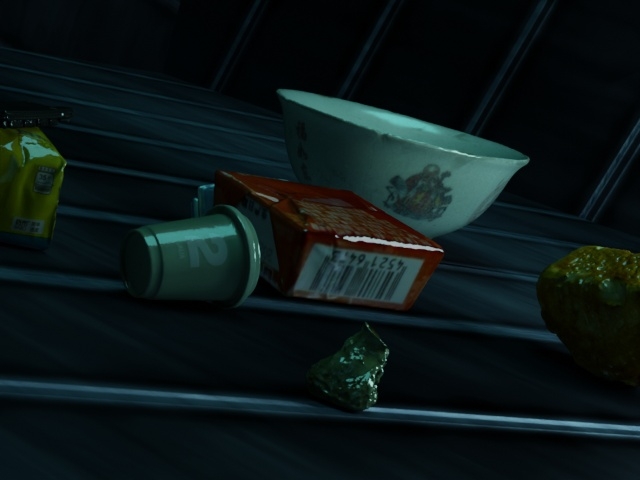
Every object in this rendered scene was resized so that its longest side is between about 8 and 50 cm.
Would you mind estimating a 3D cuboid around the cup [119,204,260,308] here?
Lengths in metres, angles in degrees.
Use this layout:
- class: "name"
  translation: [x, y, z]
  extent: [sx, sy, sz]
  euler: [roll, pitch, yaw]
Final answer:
- class: "cup"
  translation: [-0.149, 0.020, 1.892]
  extent: [0.141, 0.120, 0.120]
  euler: [-2, 17, -31]

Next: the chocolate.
- class: "chocolate"
  translation: [0.000, 0.000, 2.213]
  extent: [0.237, 0.108, 0.235]
  euler: [6, 18, -37]

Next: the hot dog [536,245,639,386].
- class: "hot dog"
  translation: [0.395, 0.101, 2.133]
  extent: [0.150, 0.153, 0.256]
  euler: [-25, 19, -30]

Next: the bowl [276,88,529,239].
- class: "bowl"
  translation: [0.110, -0.100, 2.764]
  extent: [0.434, 0.196, 0.435]
  euler: [15, 8, -2]

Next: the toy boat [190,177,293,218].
- class: "toy boat"
  translation: [-0.079, -0.030, 2.358]
  extent: [0.237, 0.109, 0.098]
  euler: [2, -10, -37]

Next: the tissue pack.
- class: "tissue pack"
  translation: [-0.451, -0.092, 1.977]
  extent: [0.270, 0.134, 0.192]
  euler: [11, 11, -25]

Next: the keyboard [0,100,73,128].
- class: "keyboard"
  translation: [-0.361, -0.150, 1.993]
  extent: [0.072, 0.023, 0.231]
  euler: [12, 7, 10]

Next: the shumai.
- class: "shumai"
  translation: [0.031, 0.119, 1.657]
  extent: [0.082, 0.080, 0.083]
  euler: [11, 12, -17]
